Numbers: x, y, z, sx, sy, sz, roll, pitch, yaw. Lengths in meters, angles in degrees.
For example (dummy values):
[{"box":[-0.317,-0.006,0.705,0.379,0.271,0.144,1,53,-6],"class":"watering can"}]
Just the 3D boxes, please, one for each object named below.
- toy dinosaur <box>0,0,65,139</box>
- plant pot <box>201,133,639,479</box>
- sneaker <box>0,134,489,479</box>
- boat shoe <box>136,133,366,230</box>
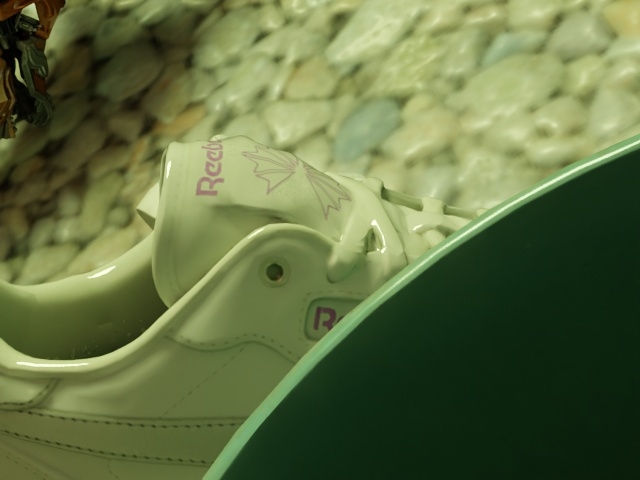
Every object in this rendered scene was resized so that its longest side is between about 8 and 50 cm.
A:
[{"box":[-0.137,-0.216,0.778,0.164,0.218,0.322,31,118,29],"class":"toy dinosaur"},{"box":[0.128,0.153,0.305,0.293,0.235,0.293,-17,47,20],"class":"plant pot"},{"box":[0.026,0.033,0.499,0.305,0.152,0.114,-15,24,-1],"class":"sneaker"},{"box":[0.000,0.000,0.643,0.063,0.066,0.184,-52,36,-12],"class":"boat shoe"}]
